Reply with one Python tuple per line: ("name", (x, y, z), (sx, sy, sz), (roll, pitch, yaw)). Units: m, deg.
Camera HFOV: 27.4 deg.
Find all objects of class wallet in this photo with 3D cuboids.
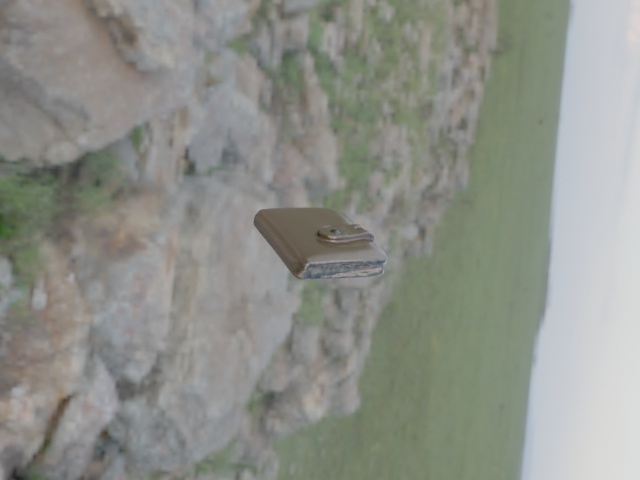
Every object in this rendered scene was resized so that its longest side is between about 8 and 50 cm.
("wallet", (0.000, 0.000, 1.468), (0.152, 0.118, 0.039), (-136, -131, -57))
